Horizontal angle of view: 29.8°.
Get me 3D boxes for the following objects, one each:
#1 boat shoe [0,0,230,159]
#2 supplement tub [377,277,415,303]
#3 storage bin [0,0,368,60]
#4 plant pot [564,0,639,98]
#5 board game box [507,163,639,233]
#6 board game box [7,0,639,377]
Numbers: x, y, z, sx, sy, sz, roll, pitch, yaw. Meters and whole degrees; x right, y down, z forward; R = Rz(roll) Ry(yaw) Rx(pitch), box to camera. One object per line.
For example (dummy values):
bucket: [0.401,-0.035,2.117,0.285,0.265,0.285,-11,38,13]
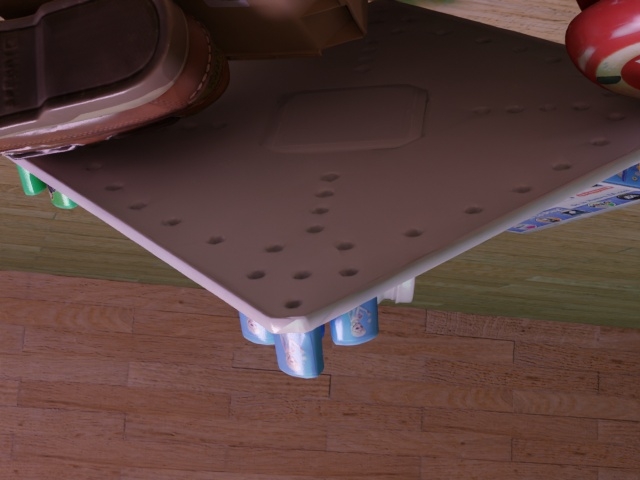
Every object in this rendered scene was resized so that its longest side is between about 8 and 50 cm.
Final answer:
boat shoe: [-0.212,-0.100,0.841,0.307,0.110,0.104,-1,167,23]
supplement tub: [0.000,0.000,1.739,0.272,0.191,0.191,3,169,2]
storage bin: [-0.118,-0.220,0.807,0.260,0.123,0.262,0,168,14]
plant pot: [0.243,-0.188,0.752,0.191,0.174,0.191,1,168,0]
board game box: [0.217,-0.090,1.487,0.302,0.086,0.308,8,168,-24]
board game box: [0.022,-0.069,0.873,0.390,0.050,0.390,-25,-147,-29]
